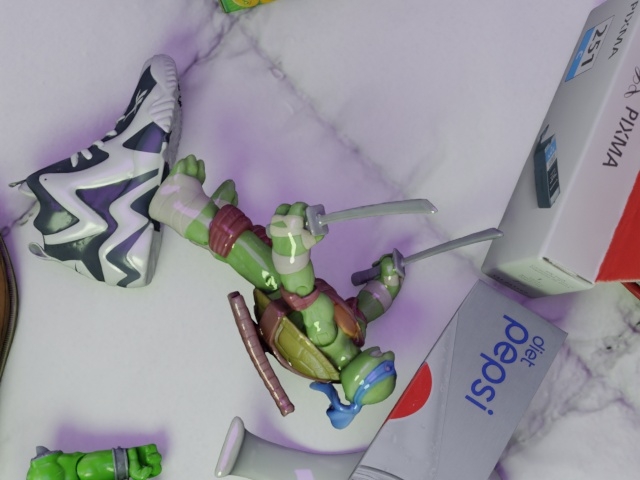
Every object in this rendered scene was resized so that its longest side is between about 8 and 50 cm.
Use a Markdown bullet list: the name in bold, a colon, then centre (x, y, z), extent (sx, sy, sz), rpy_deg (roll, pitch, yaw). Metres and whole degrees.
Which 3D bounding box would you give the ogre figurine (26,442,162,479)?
- **ogre figurine**: centre (-0.227, 0.265, 1.079), extent (0.118, 0.097, 0.197), rpy_deg (20, 89, -1)

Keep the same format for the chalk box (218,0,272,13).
- **chalk box**: centre (-0.065, -0.325, 1.205), extent (0.213, 0.132, 0.132), rpy_deg (-15, 74, 3)

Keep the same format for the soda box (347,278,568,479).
- **soda box**: centre (0.100, 0.172, 1.014), extent (0.098, 0.091, 0.286), rpy_deg (32, 56, 9)

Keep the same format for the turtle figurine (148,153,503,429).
- **turtle figurine**: centre (0.000, 0.000, 1.075), extent (0.266, 0.198, 0.275), rpy_deg (35, 122, 23)

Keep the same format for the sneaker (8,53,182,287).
- **sneaker**: centre (-0.223, -0.077, 1.171), extent (0.153, 0.094, 0.235), rpy_deg (8, 86, -1)

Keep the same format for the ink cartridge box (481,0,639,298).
- **ink cartridge box**: centre (0.268, -0.100, 1.043), extent (0.066, 0.261, 0.296), rpy_deg (27, 78, -11)

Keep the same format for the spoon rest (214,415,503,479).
- **spoon rest**: centre (0.042, 0.228, 1.080), extent (0.276, 0.084, 0.137), rpy_deg (20, 78, -3)

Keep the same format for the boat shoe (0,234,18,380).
- **boat shoe**: centre (-0.349, 0.100, 1.120), extent (0.110, 0.104, 0.307), rpy_deg (-3, 78, -1)

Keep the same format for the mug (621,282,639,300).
- **mug**: centre (0.336, 0.005, 1.103), extent (0.113, 0.150, 0.169), rpy_deg (2, 76, -33)
